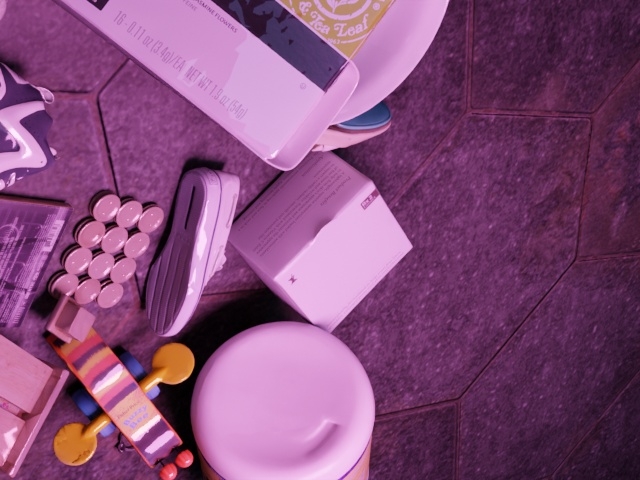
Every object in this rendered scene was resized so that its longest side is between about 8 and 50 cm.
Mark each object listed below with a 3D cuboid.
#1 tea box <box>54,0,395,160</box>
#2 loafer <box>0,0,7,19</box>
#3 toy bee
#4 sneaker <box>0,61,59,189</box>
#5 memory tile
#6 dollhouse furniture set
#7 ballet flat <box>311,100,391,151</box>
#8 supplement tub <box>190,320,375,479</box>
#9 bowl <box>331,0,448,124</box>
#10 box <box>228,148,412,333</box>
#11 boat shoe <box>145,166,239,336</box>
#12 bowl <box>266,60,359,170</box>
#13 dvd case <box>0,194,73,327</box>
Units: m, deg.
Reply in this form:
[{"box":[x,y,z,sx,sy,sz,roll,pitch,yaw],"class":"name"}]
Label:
[{"box":[-0.097,-0.307,1.151,0.329,0.220,0.323,36,92,-24],"class":"tea box"},{"box":[-0.419,-0.156,1.137,0.319,0.111,0.112,-28,104,-4],"class":"loafer"},{"box":[-0.224,0.216,1.624,0.195,0.162,0.298,-53,143,4],"class":"toy bee"},{"box":[-0.337,-0.065,1.300,0.153,0.094,0.235,12,92,-47],"class":"sneaker"},{"box":[-0.257,0.012,1.538,0.113,0.012,0.148,14,111,-51],"class":"memory tile"},{"box":[-0.460,0.152,1.394,0.356,0.173,0.303,-64,148,-17],"class":"dollhouse furniture set"},{"box":[-0.017,-0.149,1.611,0.248,0.086,0.086,-1,122,-45],"class":"ballet flat"},{"box":[-0.049,0.284,1.774,0.241,0.241,0.331,-36,155,-20],"class":"supplement tub"},{"box":[0.003,-0.289,1.449,0.298,0.134,0.298,-27,138,-28],"class":"bowl"},{"box":[0.000,0.000,1.711,0.181,0.119,0.182,-45,144,-7],"class":"box"},{"box":[-0.149,0.018,1.597,0.075,0.083,0.226,-3,122,-44],"class":"boat shoe"},{"box":[-0.031,-0.152,1.358,0.142,0.053,0.142,-52,156,3],"class":"bowl"},{"box":[-0.390,0.021,1.399,0.221,0.018,0.165,6,117,-50],"class":"dvd case"}]
